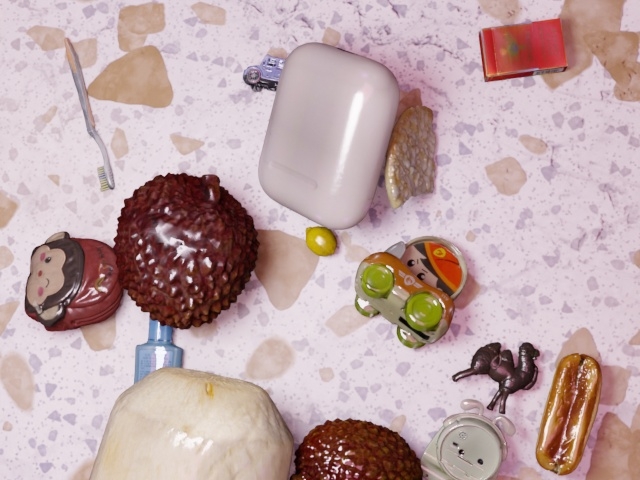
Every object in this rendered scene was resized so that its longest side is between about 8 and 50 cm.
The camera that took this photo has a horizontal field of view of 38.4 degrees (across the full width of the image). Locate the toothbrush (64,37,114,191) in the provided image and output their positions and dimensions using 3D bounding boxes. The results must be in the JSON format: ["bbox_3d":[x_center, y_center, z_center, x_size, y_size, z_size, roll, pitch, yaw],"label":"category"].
[{"bbox_3d":[-0.524,-0.288,2.067,0.037,0.028,0.375,-19,81,10],"label":"toothbrush"}]

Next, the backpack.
[{"bbox_3d":[-0.519,0.092,1.962,0.229,0.139,0.229,-5,63,9],"label":"backpack"}]

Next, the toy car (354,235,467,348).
[{"bbox_3d":[0.197,0.083,1.901,0.235,0.145,0.235,2,65,-5],"label":"toy car"}]

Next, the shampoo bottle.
[{"bbox_3d":[-0.346,0.285,1.948,0.103,0.061,0.259,3,82,3],"label":"shampoo bottle"}]

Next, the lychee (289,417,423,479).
[{"bbox_3d":[0.068,0.466,1.803,0.271,0.236,0.236,1,81,-13],"label":"lychee"}]

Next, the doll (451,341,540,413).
[{"bbox_3d":[0.371,0.266,1.883,0.139,0.057,0.165,40,82,11],"label":"doll"}]

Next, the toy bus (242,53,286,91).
[{"bbox_3d":[-0.084,-0.358,2.011,0.167,0.073,0.076,13,80,4],"label":"toy bus"}]

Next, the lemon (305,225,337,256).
[{"bbox_3d":[0.000,0.000,1.955,0.083,0.062,0.062,44,88,14],"label":"lemon"}]

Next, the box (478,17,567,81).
[{"bbox_3d":[0.434,-0.408,1.976,0.175,0.048,0.112,-6,83,4],"label":"box"}]

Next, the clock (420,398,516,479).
[{"bbox_3d":[0.299,0.421,1.847,0.151,0.062,0.191,29,98,10],"label":"clock"}]

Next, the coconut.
[{"bbox_3d":[-0.250,0.456,1.756,0.415,0.344,0.416,-3,82,24],"label":"coconut"}]

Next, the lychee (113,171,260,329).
[{"bbox_3d":[-0.274,0.015,1.874,0.306,0.306,0.330,30,111,9],"label":"lychee"}]

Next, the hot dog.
[{"bbox_3d":[0.503,0.348,1.851,0.100,0.068,0.250,16,81,18],"label":"hot dog"}]

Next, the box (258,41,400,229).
[{"bbox_3d":[0.012,-0.214,1.871,0.288,0.141,0.349,27,110,37],"label":"box"}]

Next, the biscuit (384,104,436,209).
[{"bbox_3d":[0.191,-0.170,1.917,0.040,0.188,0.265,0,50,33],"label":"biscuit"}]
